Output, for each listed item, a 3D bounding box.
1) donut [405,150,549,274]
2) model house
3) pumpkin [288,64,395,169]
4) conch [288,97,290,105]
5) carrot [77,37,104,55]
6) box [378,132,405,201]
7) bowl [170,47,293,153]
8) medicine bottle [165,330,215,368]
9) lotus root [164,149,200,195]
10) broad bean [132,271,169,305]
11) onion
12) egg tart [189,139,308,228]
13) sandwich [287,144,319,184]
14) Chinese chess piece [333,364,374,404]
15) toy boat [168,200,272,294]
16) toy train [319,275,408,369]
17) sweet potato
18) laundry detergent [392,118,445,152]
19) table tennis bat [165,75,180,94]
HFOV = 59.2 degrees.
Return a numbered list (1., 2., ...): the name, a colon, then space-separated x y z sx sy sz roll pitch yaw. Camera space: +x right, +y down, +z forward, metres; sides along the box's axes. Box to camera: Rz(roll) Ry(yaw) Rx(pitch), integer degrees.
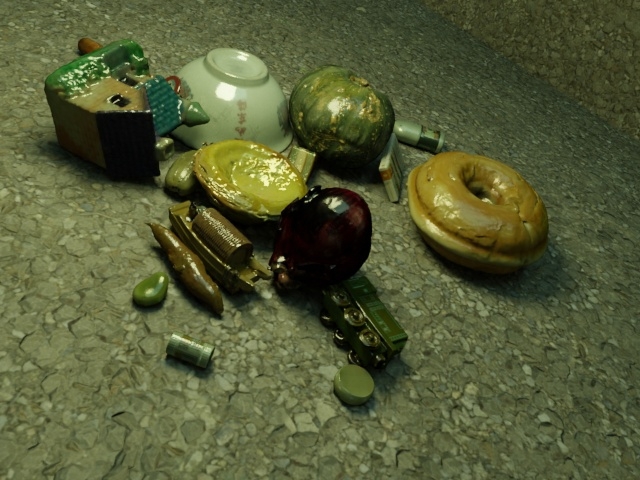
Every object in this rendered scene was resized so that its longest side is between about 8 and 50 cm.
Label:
1. donut: 0.443 -0.090 1.608 0.449 0.198 0.448 11 41 -9
2. model house: -0.460 -0.319 1.417 0.280 0.245 0.312 26 46 16
3. pumpkin: 0.062 -0.369 1.698 0.292 0.257 0.327 14 29 -34
4. conch: -0.071 -0.452 1.897 0.065 0.088 0.180 -16 42 23
5. carrot: -0.651 -0.554 1.747 0.248 0.059 0.059 34 41 9
6. box: 0.222 -0.228 1.730 0.032 0.122 0.220 -10 34 22
7. bowl: -0.266 -0.445 1.687 0.435 0.196 0.434 12 41 -11
8. medicine bottle: -0.248 0.208 1.076 0.083 0.047 0.047 21 40 0
9. lotus root: -0.334 -0.183 1.452 0.090 0.077 0.183 25 41 3
10. broad bean: -0.345 0.102 1.157 0.063 0.045 0.083 31 48 13
11. onion: 0.016 -0.012 1.273 0.221 0.281 0.281 53 44 1
12. egg tart: -0.180 -0.134 1.428 0.315 0.120 0.315 18 39 -15
13. sandwich: -0.060 -0.209 1.654 0.079 0.113 0.163 21 5 0
14. Chinese chess piece: 0.067 0.291 1.136 0.084 0.034 0.084 15 39 -12
15. toy boat: -0.229 0.004 1.260 0.089 0.115 0.310 -22 56 -40
16. toy train: 0.095 0.180 1.232 0.137 0.090 0.225 -9 48 -36
17. sweet potato: -0.292 0.052 1.218 0.067 0.067 0.274 -24 61 -41
18. laundry detergent: 0.319 -0.376 1.972 0.226 0.070 0.099 17 48 -4
19. table tennis bat: -0.459 -0.414 1.616 0.019 0.155 0.098 34 33 -53
